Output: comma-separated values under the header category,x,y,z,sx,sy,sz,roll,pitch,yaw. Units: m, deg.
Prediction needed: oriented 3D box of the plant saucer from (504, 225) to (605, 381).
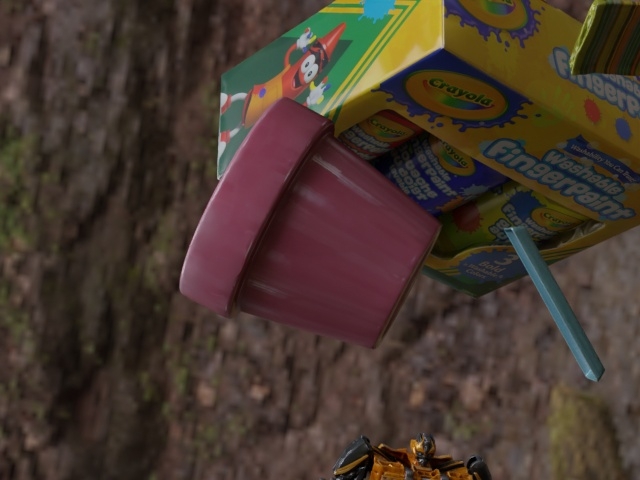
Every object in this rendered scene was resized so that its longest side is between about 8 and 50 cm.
category,x,y,z,sx,sy,sz,roll,pitch,yaw
plant saucer,0.257,0.066,1.867,0.192,0.018,0.067,62,179,0

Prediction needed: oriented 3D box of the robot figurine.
category,x,y,z,sx,sy,sz,roll,pitch,yaw
robot figurine,0.087,0.355,1.907,0.085,0.211,0.291,-112,34,-69

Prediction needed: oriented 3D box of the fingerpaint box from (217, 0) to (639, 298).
category,x,y,z,sx,sy,sz,roll,pitch,yaw
fingerpaint box,0.165,-0.121,2.005,0.371,0.445,0.163,-27,50,40

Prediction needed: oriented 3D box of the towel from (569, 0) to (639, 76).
category,x,y,z,sx,sy,sz,roll,pitch,yaw
towel,0.369,-0.189,1.665,0.102,0.237,0.021,103,169,-56

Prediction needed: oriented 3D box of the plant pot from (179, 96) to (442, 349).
category,x,y,z,sx,sy,sz,roll,pitch,yaw
plant pot,0.000,0.000,1.515,0.201,0.180,0.201,-62,-5,-9
